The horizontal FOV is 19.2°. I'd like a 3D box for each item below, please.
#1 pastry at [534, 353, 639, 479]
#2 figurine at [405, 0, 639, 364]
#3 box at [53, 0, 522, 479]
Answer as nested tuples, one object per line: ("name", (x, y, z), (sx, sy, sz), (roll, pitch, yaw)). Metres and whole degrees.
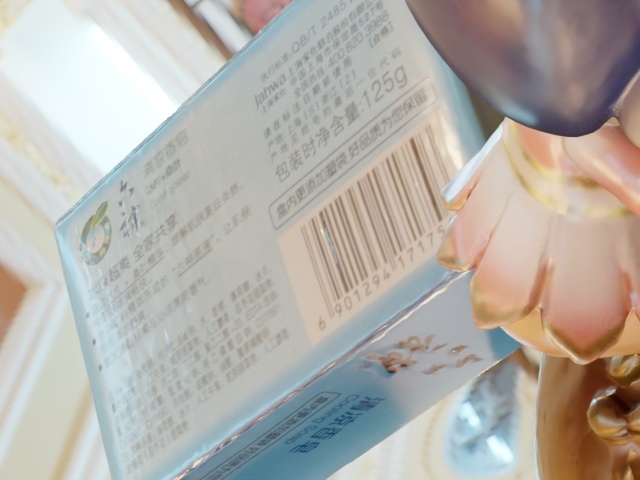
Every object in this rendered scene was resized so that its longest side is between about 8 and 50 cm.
("pastry", (0.274, 0.048, 0.714), (0.245, 0.410, 0.409), (39, -152, -64))
("figurine", (0.064, -0.044, 0.408), (0.111, 0.102, 0.195), (-109, 8, -46))
("box", (0.000, 0.000, 0.745), (0.083, 0.232, 0.142), (9, -128, -42))
